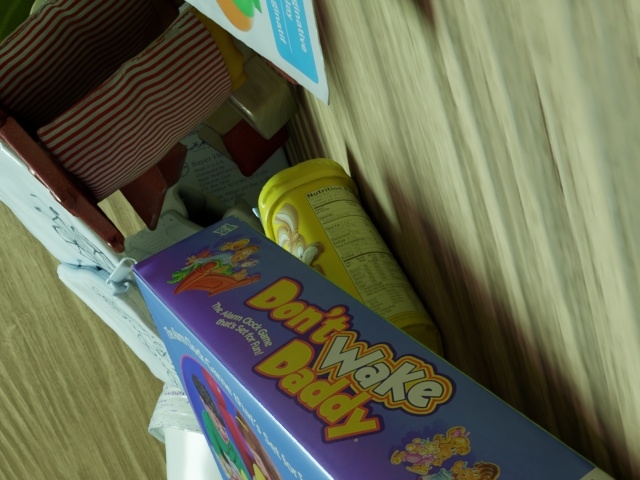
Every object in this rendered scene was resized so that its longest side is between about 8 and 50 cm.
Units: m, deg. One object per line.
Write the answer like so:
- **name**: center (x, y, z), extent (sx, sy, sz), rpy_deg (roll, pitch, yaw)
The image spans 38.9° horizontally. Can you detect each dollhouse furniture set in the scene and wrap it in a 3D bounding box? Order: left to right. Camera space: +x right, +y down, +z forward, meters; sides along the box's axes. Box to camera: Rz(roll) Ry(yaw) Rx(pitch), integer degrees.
- **dollhouse furniture set**: center (-0.116, -0.089, 0.755), extent (0.152, 0.201, 0.374), rpy_deg (45, 174, 16)

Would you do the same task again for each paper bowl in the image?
- **paper bowl**: center (-0.068, 0.259, 1.086), extent (0.284, 0.284, 0.148), rpy_deg (82, -156, -65)

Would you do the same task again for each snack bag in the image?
- **snack bag**: center (-0.222, 0.034, 0.888), extent (0.343, 0.037, 0.323), rpy_deg (51, 162, -19)

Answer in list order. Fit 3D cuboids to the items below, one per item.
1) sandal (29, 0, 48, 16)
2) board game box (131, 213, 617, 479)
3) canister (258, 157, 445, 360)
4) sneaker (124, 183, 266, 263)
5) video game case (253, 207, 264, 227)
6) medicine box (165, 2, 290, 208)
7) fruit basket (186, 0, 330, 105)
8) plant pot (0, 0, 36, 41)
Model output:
- **sandal**: center (-0.298, -0.207, 1.137), extent (0.079, 0.088, 0.240), rpy_deg (51, 167, 54)
- **board game box**: center (0.029, 0.150, 0.489), extent (0.347, 0.078, 0.233), rpy_deg (33, 146, 53)
- **canister**: center (0.022, 0.041, 0.636), extent (0.126, 0.073, 0.170), rpy_deg (77, 169, -46)
- **sneaker**: center (-0.155, -0.009, 0.989), extent (0.090, 0.232, 0.115), rpy_deg (-58, -43, -53)
- **video game case**: center (-0.083, 0.110, 1.235), extent (0.300, 0.036, 0.329), rpy_deg (63, 149, 2)
- **medicine box**: center (-0.163, -0.207, 1.069), extent (0.263, 0.149, 0.289), rpy_deg (-118, 10, -52)
- **fruit basket**: center (-0.114, -0.258, 0.398), extent (0.353, 0.165, 0.327), rpy_deg (52, 158, 48)
- **plant pot**: center (-0.311, -0.268, 1.446), extent (0.367, 0.366, 0.353), rpy_deg (66, -175, 24)
